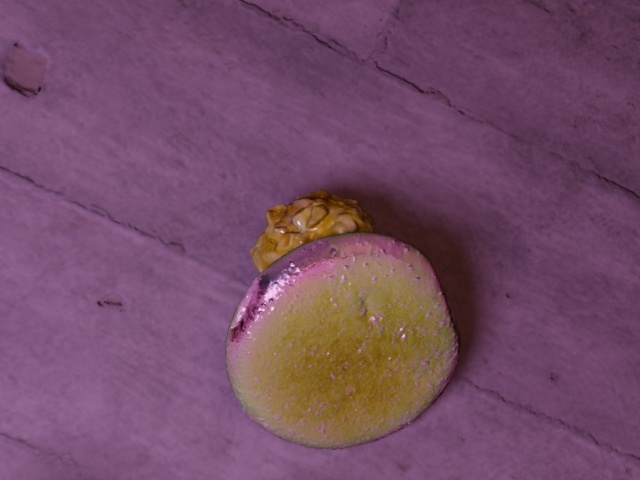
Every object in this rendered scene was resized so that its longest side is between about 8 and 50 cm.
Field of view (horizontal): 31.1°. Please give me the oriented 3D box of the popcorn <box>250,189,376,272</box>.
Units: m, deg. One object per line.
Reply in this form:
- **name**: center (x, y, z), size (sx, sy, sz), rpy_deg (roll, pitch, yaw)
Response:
- **popcorn**: center (0.000, 0.000, 1.096), size (0.116, 0.120, 0.106), rpy_deg (35, 57, -2)

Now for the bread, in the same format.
- **bread**: center (0.026, 0.098, 1.058), size (0.228, 0.033, 0.228), rpy_deg (-5, 113, -11)
